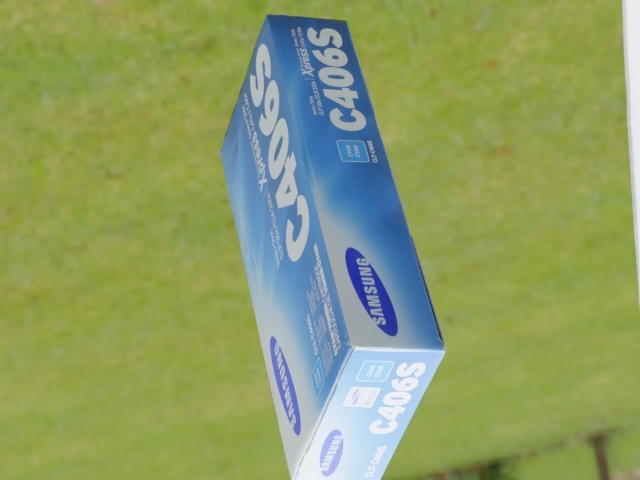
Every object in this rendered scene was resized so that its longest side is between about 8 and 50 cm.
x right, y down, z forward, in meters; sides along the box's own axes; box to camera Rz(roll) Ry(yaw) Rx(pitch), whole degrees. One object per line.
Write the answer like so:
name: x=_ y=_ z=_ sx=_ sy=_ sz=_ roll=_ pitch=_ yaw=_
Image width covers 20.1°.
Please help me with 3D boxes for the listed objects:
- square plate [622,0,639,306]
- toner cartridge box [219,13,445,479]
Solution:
square plate: x=0.219 y=-0.140 z=0.807 sx=0.049 sy=0.347 sz=0.344 roll=6 pitch=-157 yaw=30
toner cartridge box: x=0.000 y=0.000 z=1.405 sx=0.075 sy=0.348 sz=0.165 roll=2 pitch=137 yaw=-18
